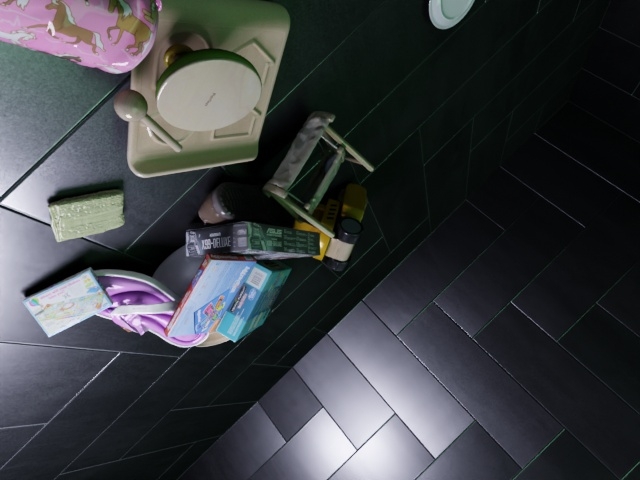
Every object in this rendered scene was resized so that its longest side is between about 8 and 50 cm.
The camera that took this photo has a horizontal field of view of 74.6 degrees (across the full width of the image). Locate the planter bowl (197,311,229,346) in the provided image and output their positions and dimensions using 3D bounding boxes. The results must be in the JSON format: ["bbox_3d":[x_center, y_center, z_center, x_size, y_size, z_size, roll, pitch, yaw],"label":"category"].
[{"bbox_3d":[-0.387,0.305,1.527,0.162,0.109,0.162,-17,156,-8],"label":"planter bowl"}]

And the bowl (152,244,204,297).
[{"bbox_3d":[-0.361,0.140,1.307,0.297,0.134,0.298,-36,155,-20],"label":"bowl"}]

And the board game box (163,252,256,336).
[{"bbox_3d":[-0.294,0.148,1.117,0.145,0.027,0.281,7,125,-48],"label":"board game box"}]

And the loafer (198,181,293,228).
[{"bbox_3d":[-0.209,-0.094,1.220,0.130,0.134,0.366,-16,168,28],"label":"loafer"}]

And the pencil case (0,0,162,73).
[{"bbox_3d":[-0.392,-0.327,0.495,0.386,0.167,0.160,-2,100,-57],"label":"pencil case"}]

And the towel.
[{"bbox_3d":[-0.500,-0.056,0.908,0.148,0.027,0.110,-21,146,-39],"label":"towel"}]

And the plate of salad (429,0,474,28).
[{"bbox_3d":[0.381,-0.716,1.205,0.199,0.048,0.200,-26,142,-22],"label":"plate of salad"}]

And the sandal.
[{"bbox_3d":[-0.455,0.200,1.126,0.169,0.102,0.416,-42,133,12],"label":"sandal"}]

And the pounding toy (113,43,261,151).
[{"bbox_3d":[-0.229,-0.280,0.745,0.236,0.110,0.183,-24,164,14],"label":"pounding toy"}]

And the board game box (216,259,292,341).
[{"bbox_3d":[-0.223,0.197,1.487,0.254,0.079,0.336,-62,173,1],"label":"board game box"}]

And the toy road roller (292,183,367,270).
[{"bbox_3d":[0.031,-0.071,1.564,0.330,0.240,0.203,-74,-177,-47],"label":"toy road roller"}]

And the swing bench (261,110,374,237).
[{"bbox_3d":[-0.019,-0.189,1.191,0.254,0.165,0.253,39,80,-45],"label":"swing bench"}]

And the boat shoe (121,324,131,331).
[{"bbox_3d":[-0.545,0.193,1.192,0.064,0.060,0.178,-22,148,-39],"label":"boat shoe"}]

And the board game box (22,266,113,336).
[{"bbox_3d":[-0.589,0.144,0.988,0.154,0.026,0.104,-27,112,-13],"label":"board game box"}]

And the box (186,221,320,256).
[{"bbox_3d":[-0.185,0.010,1.203,0.242,0.077,0.307,-6,172,36],"label":"box"}]

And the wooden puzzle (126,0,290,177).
[{"bbox_3d":[-0.236,-0.315,0.857,0.322,0.080,0.348,-21,142,-42],"label":"wooden puzzle"}]
